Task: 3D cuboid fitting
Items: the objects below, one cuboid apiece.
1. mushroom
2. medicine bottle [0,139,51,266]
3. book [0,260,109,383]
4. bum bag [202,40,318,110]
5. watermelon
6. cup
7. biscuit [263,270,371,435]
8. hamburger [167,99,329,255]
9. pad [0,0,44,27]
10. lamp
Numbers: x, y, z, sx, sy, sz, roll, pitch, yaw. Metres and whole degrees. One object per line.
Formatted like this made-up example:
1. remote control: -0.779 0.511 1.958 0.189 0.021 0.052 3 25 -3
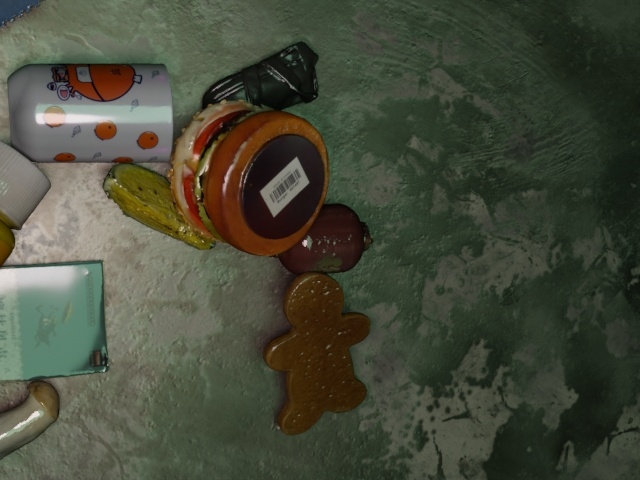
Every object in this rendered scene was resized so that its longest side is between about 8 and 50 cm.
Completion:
1. mushroom: -0.698 0.429 1.693 0.328 0.159 0.122 -36 105 -19
2. medicine bottle: -0.727 -0.014 1.583 0.224 0.224 0.384 39 70 -21
3. book: -0.662 0.182 1.745 0.379 0.031 0.264 -4 97 -21
4. bum bag: -0.130 -0.350 1.877 0.326 0.079 0.142 -30 103 -14
5. watermelon: -0.366 -0.080 1.781 0.301 0.129 0.123 36 86 -36
6. cup: -0.485 -0.264 1.675 0.317 0.212 0.212 -4 97 -20
7. biscuit: -0.009 0.260 1.951 0.283 0.064 0.432 -19 119 -20
8. hamburger: -0.160 -0.139 1.750 0.330 0.250 0.330 -20 122 -37
9. pad: -0.740 -0.539 1.613 0.269 0.012 0.270 -29 107 0
10. lamp: 0.000 0.000 1.923 0.258 0.180 0.180 -4 97 -23
